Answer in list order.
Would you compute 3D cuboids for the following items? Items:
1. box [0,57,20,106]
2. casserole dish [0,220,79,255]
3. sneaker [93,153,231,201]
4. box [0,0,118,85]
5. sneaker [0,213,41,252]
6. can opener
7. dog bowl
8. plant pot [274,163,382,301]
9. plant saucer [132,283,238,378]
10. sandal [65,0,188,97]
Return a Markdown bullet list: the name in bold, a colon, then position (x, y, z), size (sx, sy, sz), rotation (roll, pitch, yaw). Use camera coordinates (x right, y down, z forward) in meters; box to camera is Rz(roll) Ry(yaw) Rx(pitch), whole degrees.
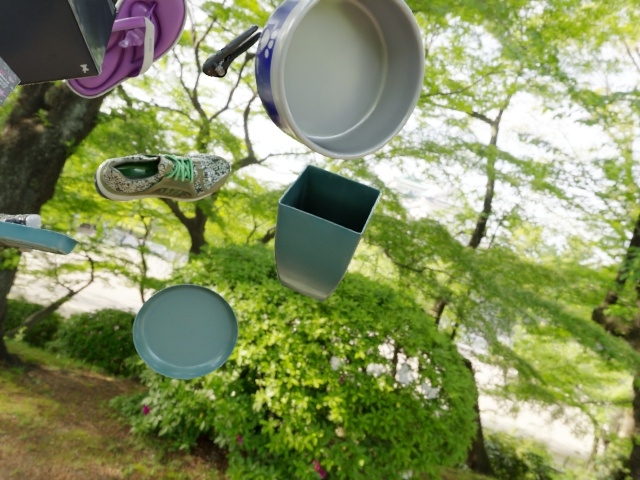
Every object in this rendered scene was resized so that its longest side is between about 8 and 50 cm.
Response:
- **box**: position (-0.636, -0.241, 0.744), size (0.248, 0.142, 0.163), rotation (-14, -44, 12)
- **casserole dish**: position (-0.630, -0.003, 1.065), size (0.189, 0.036, 0.114), rotation (11, -15, -6)
- **sneaker**: position (-0.459, -0.203, 1.477), size (0.411, 0.157, 0.182), rotation (-11, -3, -27)
- **box**: position (-0.609, -0.471, 1.001), size (0.297, 0.293, 0.182), rotation (-9, -40, -4)
- **sneaker**: position (-0.808, -0.027, 1.238), size (0.153, 0.101, 0.269), rotation (7, -7, -35)
- **can opener**: position (-0.228, -0.484, 1.242), size (0.073, 0.186, 0.059), rotation (57, 10, 16)
- **dog bowl**: position (0.033, -0.271, 0.785), size (0.265, 0.264, 0.104), rotation (18, 13, -36)
- **plant pot**: position (0.000, 0.000, 1.013), size (0.166, 0.234, 0.165), rotation (22, 40, 7)
- **plant saucer**: position (-0.420, 0.283, 1.535), size (0.318, 0.317, 0.044), rotation (18, 8, -14)
- **sandal**: position (-0.505, -0.507, 1.282), size (0.169, 0.416, 0.102), rotation (39, 24, -38)
